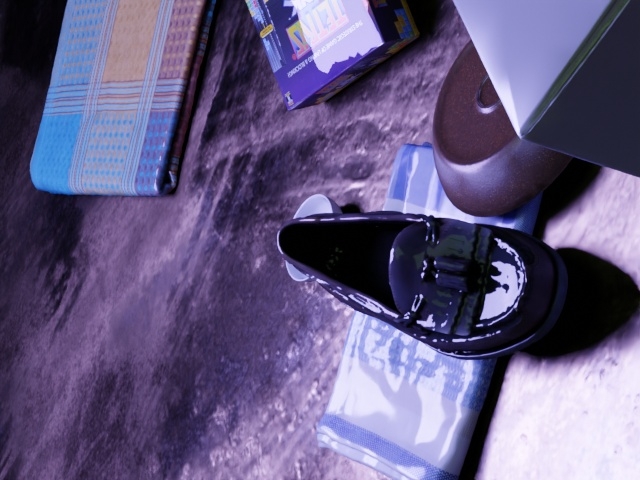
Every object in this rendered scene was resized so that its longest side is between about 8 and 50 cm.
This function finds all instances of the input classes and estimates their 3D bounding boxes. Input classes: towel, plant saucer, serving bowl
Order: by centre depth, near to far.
[{"bbox_3d":[0.150,-0.116,1.587,0.198,0.036,0.198,-36,40,37],"label":"plant saucer"},{"bbox_3d":[0.088,0.061,1.645,0.209,0.034,0.285,19,93,60],"label":"towel"},{"bbox_3d":[0.000,0.000,1.833,0.083,0.027,0.083,-34,49,50],"label":"serving bowl"},{"bbox_3d":[-0.235,-0.183,2.328,0.370,0.040,0.271,6,82,59],"label":"towel"}]

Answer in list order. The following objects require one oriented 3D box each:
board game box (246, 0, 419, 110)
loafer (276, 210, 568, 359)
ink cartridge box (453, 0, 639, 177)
[{"bbox_3d":[0.005,-0.219,1.855,0.170,0.048,0.141,-31,76,52],"label":"board game box"},{"bbox_3d":[0.070,0.027,1.567,0.302,0.095,0.109,10,83,58],"label":"loafer"},{"bbox_3d":[0.250,-0.157,1.220,0.197,0.270,0.198,-56,33,30],"label":"ink cartridge box"}]
